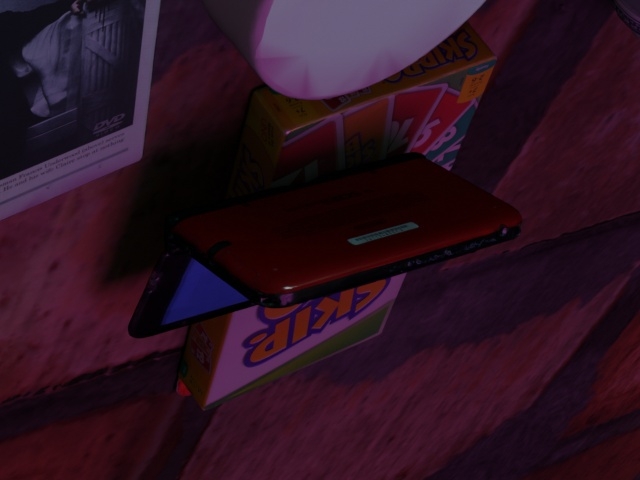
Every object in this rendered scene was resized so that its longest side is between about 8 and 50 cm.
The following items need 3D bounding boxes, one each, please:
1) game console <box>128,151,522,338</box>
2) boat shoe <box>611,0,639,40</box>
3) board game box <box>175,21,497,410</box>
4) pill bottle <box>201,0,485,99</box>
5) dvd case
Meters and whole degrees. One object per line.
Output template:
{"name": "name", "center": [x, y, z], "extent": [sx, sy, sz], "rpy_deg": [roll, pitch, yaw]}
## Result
{"name": "game console", "center": [0.001, 0.017, 0.798], "extent": [0.144, 0.124, 0.085], "rpy_deg": [-16, 122, -32]}
{"name": "boat shoe", "center": [0.258, -0.184, 0.868], "extent": [0.258, 0.095, 0.084], "rpy_deg": [-30, 161, 10]}
{"name": "board game box", "center": [0.000, 0.000, 0.899], "extent": [0.124, 0.039, 0.259], "rpy_deg": [-22, 154, -28]}
{"name": "pill bottle", "center": [-0.034, -0.129, 0.431], "extent": [0.108, 0.193, 0.108], "rpy_deg": [-29, 154, -16]}
{"name": "dvd case", "center": [-0.133, -0.076, 0.592], "extent": [0.179, 0.029, 0.238], "rpy_deg": [-25, 153, -25]}
